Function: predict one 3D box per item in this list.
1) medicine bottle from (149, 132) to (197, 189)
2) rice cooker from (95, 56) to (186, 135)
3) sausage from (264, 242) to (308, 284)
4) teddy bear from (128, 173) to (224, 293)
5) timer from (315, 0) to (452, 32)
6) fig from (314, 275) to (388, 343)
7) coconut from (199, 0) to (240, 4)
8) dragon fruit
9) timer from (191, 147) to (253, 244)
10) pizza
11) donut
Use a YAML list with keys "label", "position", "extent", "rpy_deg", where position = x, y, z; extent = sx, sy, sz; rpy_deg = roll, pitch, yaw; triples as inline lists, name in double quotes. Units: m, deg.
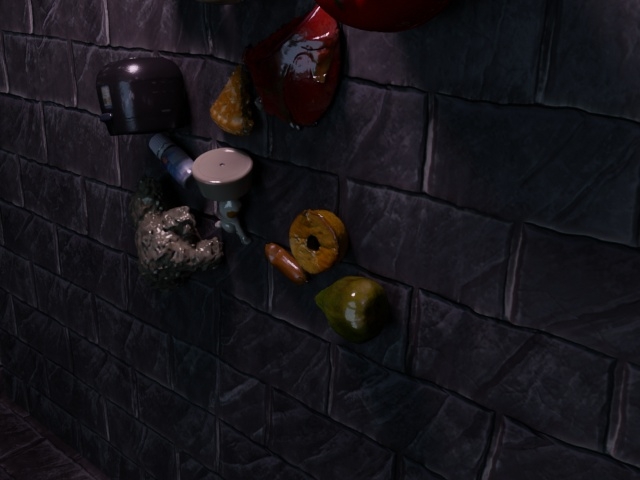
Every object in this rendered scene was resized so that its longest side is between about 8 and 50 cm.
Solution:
- label: "medicine bottle"
  position: [-0.457, -0.254, 2.128]
  extent: [0.203, 0.083, 0.083]
  rpy_deg: [48, 130, 21]
- label: "rice cooker"
  position: [-0.537, -0.430, 2.025]
  extent: [0.267, 0.267, 0.224]
  rpy_deg: [3, 106, 41]
- label: "sausage"
  position: [-0.096, 0.070, 1.940]
  extent: [0.183, 0.054, 0.062]
  rpy_deg: [36, 94, 29]
- label: "teddy bear"
  position: [-0.505, -0.037, 2.200]
  extent: [0.357, 0.224, 0.367]
  rpy_deg: [-29, 70, 45]
- label: "timer"
  position: [0.132, -0.609, 1.340]
  extent: [0.378, 0.279, 0.378]
  rpy_deg: [14, 112, 39]
- label: "fig"
  position: [0.089, 0.172, 1.754]
  extent: [0.233, 0.167, 0.167]
  rpy_deg: [-152, 49, -76]
- label: "coconut"
  position: [-0.264, -0.738, 1.588]
  extent: [0.353, 0.352, 0.352]
  rpy_deg: [16, 115, 37]
- label: "dragon fruit"
  position: [-0.073, -0.421, 1.721]
  extent: [0.343, 0.100, 0.282]
  rpy_deg: [-17, 98, 45]
- label: "timer"
  position: [-0.271, -0.117, 1.991]
  extent: [0.175, 0.175, 0.266]
  rpy_deg: [29, 141, 31]
- label: "pizza"
  position: [-0.231, -0.397, 1.894]
  extent: [0.188, 0.062, 0.199]
  rpy_deg: [37, 119, 36]
- label: "donut"
  position: [0.000, -0.001, 1.817]
  extent: [0.174, 0.075, 0.190]
  rpy_deg: [46, 134, 18]
